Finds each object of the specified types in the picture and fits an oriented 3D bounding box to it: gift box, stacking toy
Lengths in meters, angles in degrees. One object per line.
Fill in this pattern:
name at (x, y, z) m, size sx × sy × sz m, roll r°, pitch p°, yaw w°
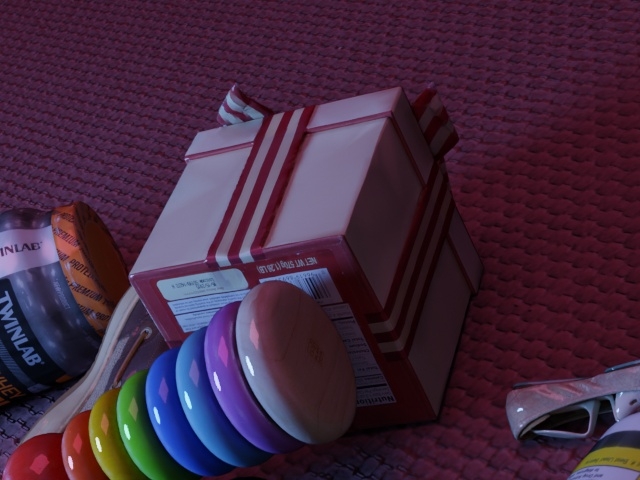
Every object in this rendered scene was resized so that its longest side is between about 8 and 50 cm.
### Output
gift box at (0.000, 0.000, 1.448) m, size 0.255 × 0.276 × 0.258 m, roll -7°, pitch 35°, yaw 23°
stacking toy at (-0.137, 0.158, 1.332) m, size 0.330 × 0.141 × 0.141 m, roll -27°, pitch 29°, yaw 25°

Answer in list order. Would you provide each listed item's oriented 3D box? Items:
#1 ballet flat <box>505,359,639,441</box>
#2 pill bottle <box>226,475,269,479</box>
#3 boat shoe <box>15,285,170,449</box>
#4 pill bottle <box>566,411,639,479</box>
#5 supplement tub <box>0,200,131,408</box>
ballet flat at (0.233, 0.134, 1.285) m, size 0.168 × 0.057 × 0.052 m, roll -15°, pitch 61°, yaw 27°
pill bottle at (-0.055, 0.272, 1.205) m, size 0.123 × 0.122 × 0.219 m, roll -25°, pitch 18°, yaw 5°
boat shoe at (-0.156, 0.141, 1.513) m, size 0.123 × 0.123 × 0.342 m, roll 14°, pitch 53°, yaw 37°
pill bottle at (0.169, 0.280, 0.971) m, size 0.188 × 0.188 × 0.334 m, roll 13°, pitch 49°, yaw 47°
supplement tub at (-0.367, 0.087, 1.674) m, size 0.316 × 0.193 × 0.193 m, roll -24°, pitch 31°, yaw 8°
